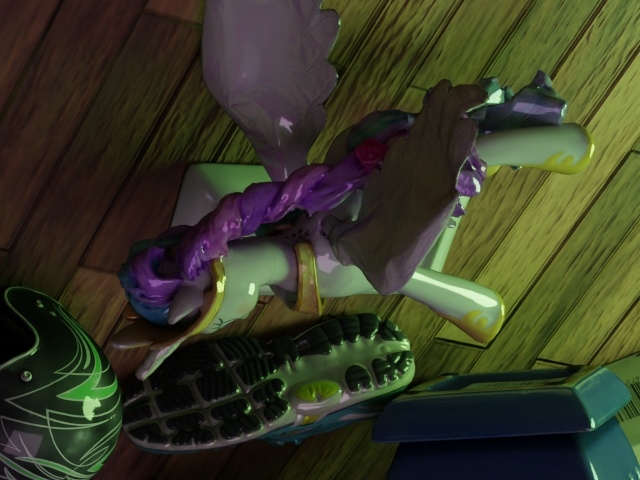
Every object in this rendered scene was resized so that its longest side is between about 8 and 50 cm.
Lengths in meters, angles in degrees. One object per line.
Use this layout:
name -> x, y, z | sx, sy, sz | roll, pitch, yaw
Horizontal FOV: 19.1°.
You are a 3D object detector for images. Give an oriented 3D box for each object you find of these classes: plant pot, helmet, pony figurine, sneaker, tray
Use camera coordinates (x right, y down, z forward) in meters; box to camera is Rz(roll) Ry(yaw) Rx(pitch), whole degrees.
plant pot -> 0.175, 0.229, 1.725 | 0.236, 0.212, 0.236 | -5, -179, 19
helmet -> -0.245, 0.138, 1.568 | 0.169, 0.161, 0.169 | -12, 134, -13
pony figurine -> 0.033, -0.042, 1.458 | 0.363, 0.303, 0.351 | -6, 133, -39
sneaker -> -0.045, 0.151, 1.714 | 0.275, 0.107, 0.110 | -9, 142, -16
tray -> 0.000, 0.000, 1.640 | 0.270, 0.030, 0.145 | 0, 129, -23

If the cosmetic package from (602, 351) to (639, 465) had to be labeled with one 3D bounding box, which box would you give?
cosmetic package -> 0.336, 0.259, 1.965 | 0.160, 0.113, 0.309 | -21, 134, -4
